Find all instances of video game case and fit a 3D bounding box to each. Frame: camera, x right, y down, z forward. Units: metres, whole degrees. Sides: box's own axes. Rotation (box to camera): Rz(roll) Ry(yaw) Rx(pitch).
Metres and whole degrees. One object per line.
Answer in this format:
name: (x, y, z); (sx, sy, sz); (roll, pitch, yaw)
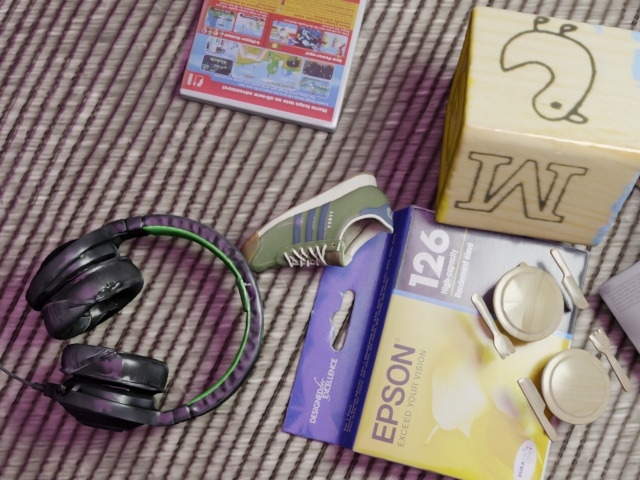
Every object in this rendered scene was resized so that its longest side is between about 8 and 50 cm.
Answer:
video game case: (-0.048, -0.296, 1.280); (0.204, 0.025, 0.285); (13, 80, 1)

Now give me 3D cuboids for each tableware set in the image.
tableware set: (0.258, 0.121, 1.143); (0.128, 0.039, 0.194); (-27, 87, -18)

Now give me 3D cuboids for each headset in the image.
headset: (-0.260, 0.107, 1.126); (0.394, 0.185, 0.243); (-16, 80, -2)

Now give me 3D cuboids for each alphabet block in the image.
alphabet block: (0.248, -0.127, 1.147); (0.197, 0.193, 0.192); (8, 57, 0)

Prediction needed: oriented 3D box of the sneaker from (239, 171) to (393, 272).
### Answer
sneaker: (0.000, 0.000, 1.190); (0.192, 0.064, 0.086); (-31, 61, 1)

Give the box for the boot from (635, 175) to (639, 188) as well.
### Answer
boot: (0.450, -0.171, 1.234); (0.203, 0.095, 0.262); (-29, 84, -4)

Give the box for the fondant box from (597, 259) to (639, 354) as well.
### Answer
fondant box: (0.493, 0.128, 1.095); (0.096, 0.238, 0.330); (-24, 77, -32)

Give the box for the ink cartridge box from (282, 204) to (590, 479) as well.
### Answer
ink cartridge box: (0.139, 0.120, 1.190); (0.307, 0.072, 0.303); (14, 80, 0)
